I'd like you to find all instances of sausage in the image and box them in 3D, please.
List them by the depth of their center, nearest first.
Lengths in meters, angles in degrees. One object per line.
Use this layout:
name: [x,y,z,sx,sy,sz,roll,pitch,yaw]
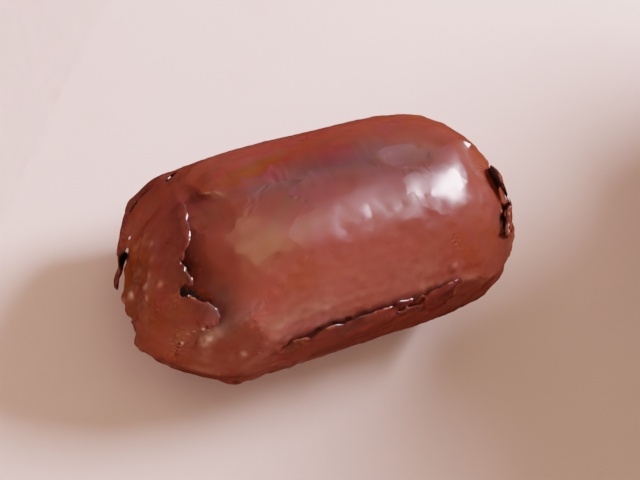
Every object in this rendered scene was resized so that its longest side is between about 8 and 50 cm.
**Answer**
sausage: [0.000,0.000,0.601,0.141,0.076,0.076,-13,69,-24]
